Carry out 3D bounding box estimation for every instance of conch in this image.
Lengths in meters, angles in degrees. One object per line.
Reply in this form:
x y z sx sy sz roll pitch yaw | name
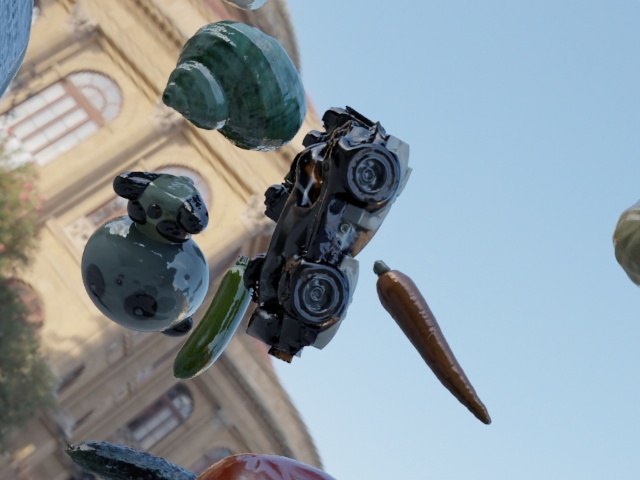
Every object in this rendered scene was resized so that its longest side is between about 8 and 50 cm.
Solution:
-0.097 -0.176 1.172 0.188 0.122 0.176 20 -32 -27 | conch

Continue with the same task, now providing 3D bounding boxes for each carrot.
0.181 0.168 1.628 0.336 0.069 0.069 57 -21 19 | carrot

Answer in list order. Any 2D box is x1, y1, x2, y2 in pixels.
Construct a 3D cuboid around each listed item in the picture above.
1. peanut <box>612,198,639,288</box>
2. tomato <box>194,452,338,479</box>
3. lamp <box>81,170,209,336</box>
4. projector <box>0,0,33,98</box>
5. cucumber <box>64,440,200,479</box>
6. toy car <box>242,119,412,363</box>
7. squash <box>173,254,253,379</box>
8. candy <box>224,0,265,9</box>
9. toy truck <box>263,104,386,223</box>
0.551 -0.001 1.321 0.158 0.340 0.174 -130 -132 -56 | peanut
-0.063 0.403 1.268 0.299 0.299 0.226 28 -74 44 | tomato
-0.253 0.022 1.461 0.198 0.198 0.244 39 -56 28 | lamp
-0.432 -0.271 0.958 0.248 0.249 0.248 -91 -170 -54 | projector
-0.239 0.345 1.413 0.293 0.067 0.067 36 -12 -34 | cucumber
0.001 0.002 1.185 0.118 0.301 0.193 23 -6 -23 | toy car
-0.179 0.140 1.741 0.069 0.258 0.069 25 -23 11 | squash
-0.199 -0.586 1.632 0.427 0.186 0.386 63 -6 -5 | candy
0.015 -0.116 1.811 0.127 0.257 0.127 35 -8 28 | toy truck
